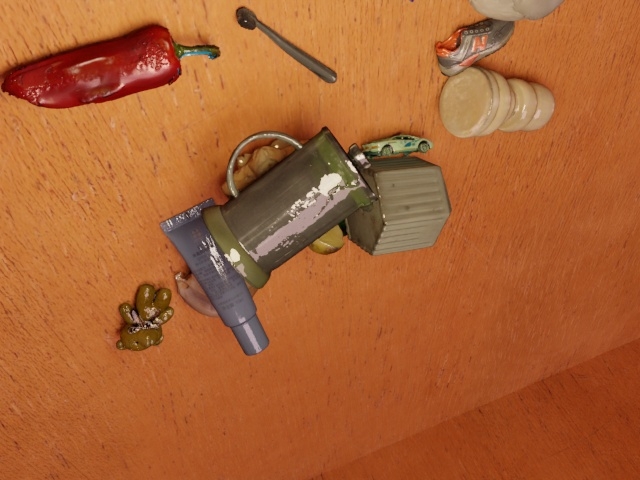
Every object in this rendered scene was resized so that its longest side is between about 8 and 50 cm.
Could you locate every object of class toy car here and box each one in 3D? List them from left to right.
[{"bbox_3d":[0.185,-0.229,1.808,0.186,0.058,0.093,-9,-177,-26],"label":"toy car"}]

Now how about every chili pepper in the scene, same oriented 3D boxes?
[{"bbox_3d":[-0.365,-0.305,1.333,0.387,0.110,0.110,-17,142,-10],"label":"chili pepper"}]

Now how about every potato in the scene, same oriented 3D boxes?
[{"bbox_3d":[0.000,0.000,1.698,0.096,0.103,0.066,4,132,-29],"label":"potato"}]

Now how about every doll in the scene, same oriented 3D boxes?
[{"bbox_3d":[-0.436,0.202,1.888,0.137,0.097,0.210,2,128,-27],"label":"doll"}]

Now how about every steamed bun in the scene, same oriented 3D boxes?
[{"bbox_3d":[-0.093,-0.125,1.694,0.295,0.137,0.292,3,134,-28],"label":"steamed bun"}]

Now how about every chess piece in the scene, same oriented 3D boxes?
[{"bbox_3d":[0.443,-0.321,1.802,0.299,0.167,0.167,-2,136,-37],"label":"chess piece"}]

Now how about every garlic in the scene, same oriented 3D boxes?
[{"bbox_3d":[-0.244,0.117,1.901,0.227,0.110,0.217,-15,145,-18],"label":"garlic"}]

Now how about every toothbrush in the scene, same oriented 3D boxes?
[{"bbox_3d":[-0.060,-0.380,1.501,0.030,0.031,0.297,-20,153,33],"label":"toothbrush"}]

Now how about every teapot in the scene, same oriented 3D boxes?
[{"bbox_3d":[-0.065,-0.099,1.515,0.337,0.200,0.270,-35,105,5],"label":"teapot"}]

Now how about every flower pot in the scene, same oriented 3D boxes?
[{"bbox_3d":[0.179,-0.088,1.843,0.189,0.209,0.239,-9,144,-23],"label":"flower pot"}]

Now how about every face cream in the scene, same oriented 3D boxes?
[{"bbox_3d":[-0.231,0.098,1.781,0.135,0.086,0.385,-26,107,-3],"label":"face cream"}]

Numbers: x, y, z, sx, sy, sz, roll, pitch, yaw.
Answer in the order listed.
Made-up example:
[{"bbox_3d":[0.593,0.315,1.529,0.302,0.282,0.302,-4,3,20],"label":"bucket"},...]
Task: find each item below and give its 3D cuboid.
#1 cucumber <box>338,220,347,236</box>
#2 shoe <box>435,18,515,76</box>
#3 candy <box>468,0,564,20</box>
[{"bbox_3d":[0.094,-0.057,1.954,0.227,0.069,0.069,-19,143,-20],"label":"cucumber"},{"bbox_3d":[0.338,-0.443,1.653,0.194,0.074,0.077,-33,138,9],"label":"shoe"},{"bbox_3d":[0.387,-0.566,1.446,0.295,0.185,0.296,-21,131,-27],"label":"candy"}]
